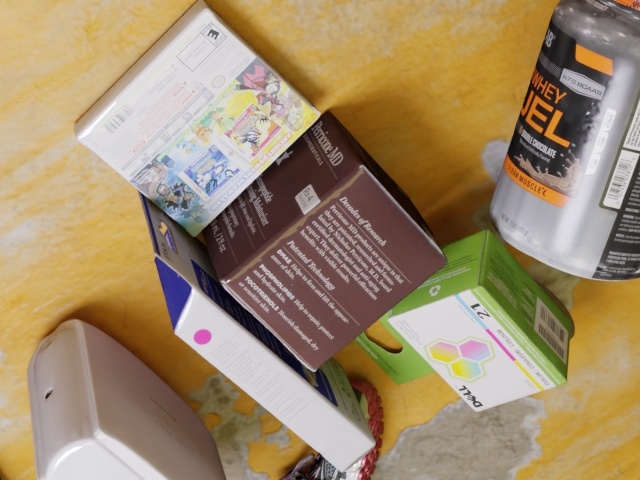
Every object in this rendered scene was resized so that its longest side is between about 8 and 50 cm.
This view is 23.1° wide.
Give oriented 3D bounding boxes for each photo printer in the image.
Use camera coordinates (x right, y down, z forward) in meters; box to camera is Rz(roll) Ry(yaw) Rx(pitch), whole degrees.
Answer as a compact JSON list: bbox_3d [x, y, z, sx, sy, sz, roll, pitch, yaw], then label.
[{"bbox_3d":[-0.211,0.231,1.744,0.107,0.307,0.256,-41,116,7],"label":"photo printer"}]

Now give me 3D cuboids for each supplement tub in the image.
[{"bbox_3d":[0.331,-0.142,1.755,0.207,0.207,0.338,8,113,-18],"label":"supplement tub"}]

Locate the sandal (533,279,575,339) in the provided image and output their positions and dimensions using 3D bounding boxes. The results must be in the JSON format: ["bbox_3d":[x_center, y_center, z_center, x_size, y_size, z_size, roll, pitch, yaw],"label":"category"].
[{"bbox_3d":[0.190,0.079,1.921,0.240,0.088,0.079,22,140,-16],"label":"sandal"}]

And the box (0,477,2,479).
[{"bbox_3d":[-0.391,0.330,1.852,0.054,0.059,0.168,-27,93,2],"label":"box"}]

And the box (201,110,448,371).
[{"bbox_3d":[0.000,0.000,1.762,0.203,0.168,0.167,-40,118,7],"label":"box"}]

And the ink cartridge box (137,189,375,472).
[{"bbox_3d":[-0.089,0.103,1.787,0.069,0.175,0.371,-40,119,8],"label":"ink cartridge box"}]

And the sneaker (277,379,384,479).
[{"bbox_3d":[-0.003,0.310,1.955,0.112,0.121,0.299,23,103,9],"label":"sneaker"}]

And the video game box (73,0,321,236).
[{"bbox_3d":[-0.135,-0.133,1.730,0.205,0.048,0.187,-43,116,9],"label":"video game box"}]

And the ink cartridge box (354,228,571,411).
[{"bbox_3d":[0.138,0.116,1.838,0.255,0.097,0.189,-23,126,32],"label":"ink cartridge box"}]
